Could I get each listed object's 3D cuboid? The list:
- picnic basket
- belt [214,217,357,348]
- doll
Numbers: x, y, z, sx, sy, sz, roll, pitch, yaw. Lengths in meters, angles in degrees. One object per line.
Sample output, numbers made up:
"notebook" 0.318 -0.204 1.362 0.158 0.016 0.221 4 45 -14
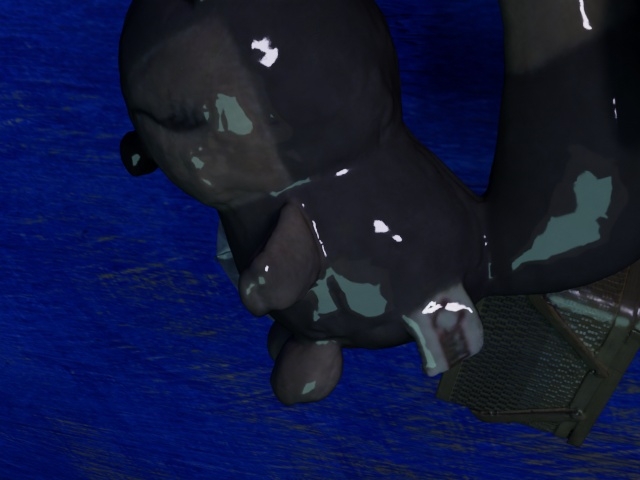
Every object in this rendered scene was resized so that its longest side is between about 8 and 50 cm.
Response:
"picnic basket" 0.199 0.045 1.005 0.139 0.165 0.267 18 148 8
"belt" 0.000 0.000 1.116 0.184 0.105 0.261 15 149 14
"doll" 0.041 -0.113 0.829 0.252 0.378 0.382 -141 29 -77
